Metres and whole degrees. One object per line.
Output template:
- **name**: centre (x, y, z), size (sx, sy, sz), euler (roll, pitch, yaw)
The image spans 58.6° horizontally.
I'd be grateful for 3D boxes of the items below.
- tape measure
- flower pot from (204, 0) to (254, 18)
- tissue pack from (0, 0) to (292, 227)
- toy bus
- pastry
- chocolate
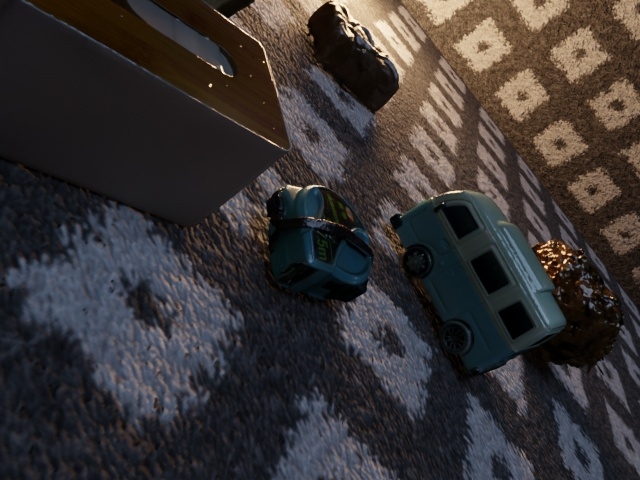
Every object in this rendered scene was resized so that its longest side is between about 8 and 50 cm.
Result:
- **tape measure**: centre (0.000, 0.000, 0.643), size (0.146, 0.081, 0.125), euler (25, 42, -43)
- **flower pot**: centre (-0.165, -0.365, 0.686), size (0.202, 0.212, 0.212), euler (55, 27, -16)
- **tissue pack**: centre (-0.168, -0.137, 0.481), size (0.246, 0.136, 0.159), euler (24, 40, -44)
- **toy bus**: centre (0.238, 0.047, 0.862), size (0.133, 0.165, 0.271), euler (6, 54, -54)
- **pastry**: centre (0.449, 0.130, 1.102), size (0.274, 0.193, 0.275), euler (56, 2, -4)
- **chocolate**: centre (0.073, -0.369, 1.149), size (0.214, 0.093, 0.148), euler (29, 38, -39)
